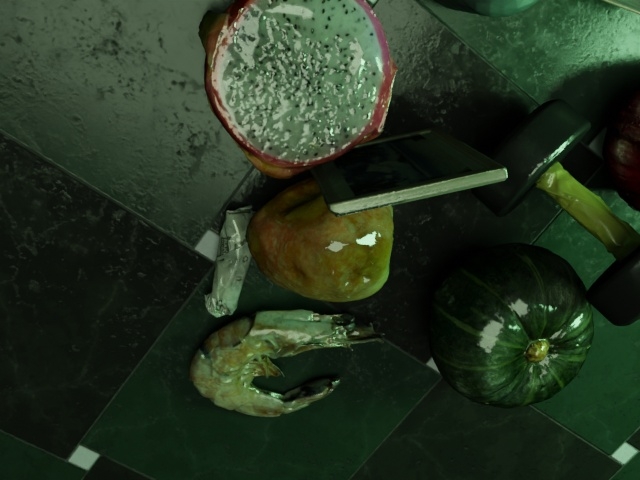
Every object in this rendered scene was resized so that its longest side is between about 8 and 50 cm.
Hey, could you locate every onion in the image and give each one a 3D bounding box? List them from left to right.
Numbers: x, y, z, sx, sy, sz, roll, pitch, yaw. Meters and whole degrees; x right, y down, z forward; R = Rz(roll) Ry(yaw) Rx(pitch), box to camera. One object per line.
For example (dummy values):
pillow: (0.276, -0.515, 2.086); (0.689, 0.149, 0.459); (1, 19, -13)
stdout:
onion: (0.588, -0.146, 1.115); (0.252, 0.219, 0.252); (-6, 126, -8)

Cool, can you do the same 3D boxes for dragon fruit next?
dragon fruit: (-0.037, -0.251, 1.012); (0.291, 0.189, 0.290); (-6, 111, -15)

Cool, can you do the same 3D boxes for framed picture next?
framed picture: (0.104, -0.109, 1.009); (0.232, 0.315, 0.024); (-12, 111, -4)

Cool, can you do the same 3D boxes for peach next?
peach: (0.000, 0.000, 1.099); (0.236, 0.214, 0.214); (-4, 113, 2)

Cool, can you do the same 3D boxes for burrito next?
burrito: (-0.151, 0.038, 1.173); (0.064, 0.064, 0.203); (13, 108, -13)

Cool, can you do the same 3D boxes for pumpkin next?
pumpkin: (0.327, 0.150, 1.211); (0.301, 0.207, 0.299); (-7, 110, -20)

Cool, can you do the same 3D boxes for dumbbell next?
dumbbell: (0.413, -0.044, 1.067); (0.322, 0.204, 0.203); (45, 102, 13)

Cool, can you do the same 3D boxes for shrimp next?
shrimp: (-0.056, 0.222, 1.256); (0.361, 0.085, 0.246); (-14, 122, 2)

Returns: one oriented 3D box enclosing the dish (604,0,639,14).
dish: (0.455, -0.440, 1.053); (0.213, 0.077, 0.151); (15, 107, -14)

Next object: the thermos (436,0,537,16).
thermos: (0.222, -0.379, 0.931); (0.182, 0.286, 0.144); (7, 111, -9)
